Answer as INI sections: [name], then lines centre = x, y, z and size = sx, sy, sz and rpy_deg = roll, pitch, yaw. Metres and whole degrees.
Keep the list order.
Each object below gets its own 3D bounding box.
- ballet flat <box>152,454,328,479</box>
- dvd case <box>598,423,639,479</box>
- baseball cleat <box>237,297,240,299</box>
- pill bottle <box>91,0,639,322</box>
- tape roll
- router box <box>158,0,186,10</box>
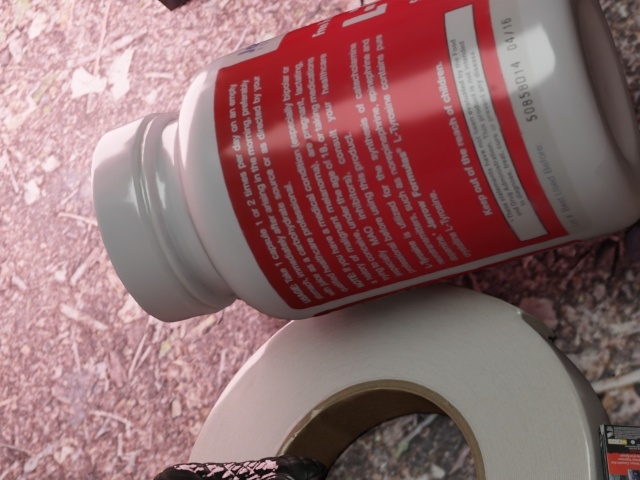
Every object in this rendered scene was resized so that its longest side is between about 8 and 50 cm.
[ballet flat]
centre = -0.070, 0.206, 1.305
size = 0.173, 0.049, 0.057
rpy_deg = -8, 96, 36
[dvd case]
centre = 0.251, 0.193, 1.163
size = 0.087, 0.013, 0.119
rpy_deg = 3, 61, -10
[baseball cleat]
centre = 0.000, 0.000, 1.428
size = 0.206, 0.072, 0.109
rpy_deg = -43, 54, 11
[pill bottle]
centre = 0.035, -0.067, 1.273
size = 0.408, 0.229, 0.229
rpy_deg = -17, 59, 19
[tape roll]
centre = 0.056, 0.220, 1.279
size = 0.392, 0.072, 0.392
rpy_deg = -16, 59, 28
[router box]
centre = -0.087, -0.426, 1.695
size = 0.309, 0.081, 0.243
rpy_deg = -31, 53, 18
